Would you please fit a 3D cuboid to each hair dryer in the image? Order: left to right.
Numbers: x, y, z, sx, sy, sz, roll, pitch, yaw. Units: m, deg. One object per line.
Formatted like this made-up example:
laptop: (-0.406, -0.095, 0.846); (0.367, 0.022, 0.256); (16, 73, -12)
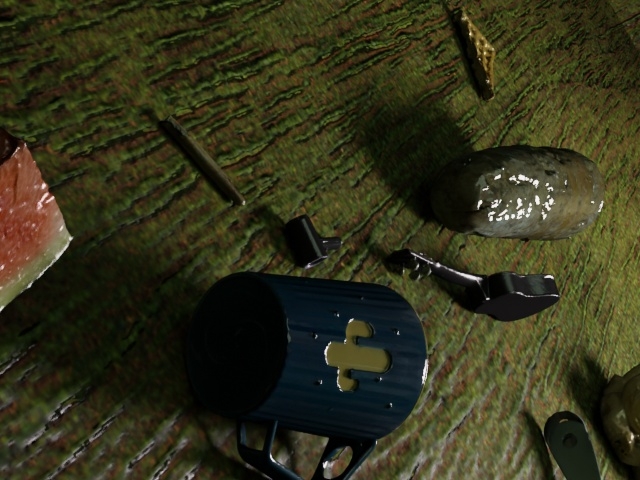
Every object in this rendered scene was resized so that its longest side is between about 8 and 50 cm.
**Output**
hair dryer: (0.000, 0.000, 1.086); (0.083, 0.026, 0.047); (-3, 67, -63)

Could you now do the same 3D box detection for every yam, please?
yam: (-0.102, -0.070, 0.996); (0.107, 0.014, 0.014); (48, 30, -20)
yam: (0.245, -0.057, 1.437); (0.330, 0.133, 0.133); (-6, 69, -55)

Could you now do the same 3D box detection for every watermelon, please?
watermelon: (-0.238, -0.010, 0.649); (0.193, 0.137, 0.145); (44, 67, -28)

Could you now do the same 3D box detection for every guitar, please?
guitar: (0.173, 0.050, 1.279); (0.271, 0.083, 0.038); (15, 53, -45)

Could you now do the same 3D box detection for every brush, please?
brush: (0.324, 0.334, 1.269); (0.060, 0.068, 0.297); (49, 21, -61)

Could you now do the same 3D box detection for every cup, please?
cup: (-0.015, 0.109, 0.876); (0.155, 0.131, 0.177); (16, 75, -46)

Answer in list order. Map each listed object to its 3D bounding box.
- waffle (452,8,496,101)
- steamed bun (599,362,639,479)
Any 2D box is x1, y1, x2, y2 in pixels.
waffle: (0.235, -0.284, 1.733); (0.097, 0.023, 0.153); (44, 33, -24)
steamed bun: (0.464, 0.250, 1.515); (0.178, 0.106, 0.192); (60, 27, -3)
